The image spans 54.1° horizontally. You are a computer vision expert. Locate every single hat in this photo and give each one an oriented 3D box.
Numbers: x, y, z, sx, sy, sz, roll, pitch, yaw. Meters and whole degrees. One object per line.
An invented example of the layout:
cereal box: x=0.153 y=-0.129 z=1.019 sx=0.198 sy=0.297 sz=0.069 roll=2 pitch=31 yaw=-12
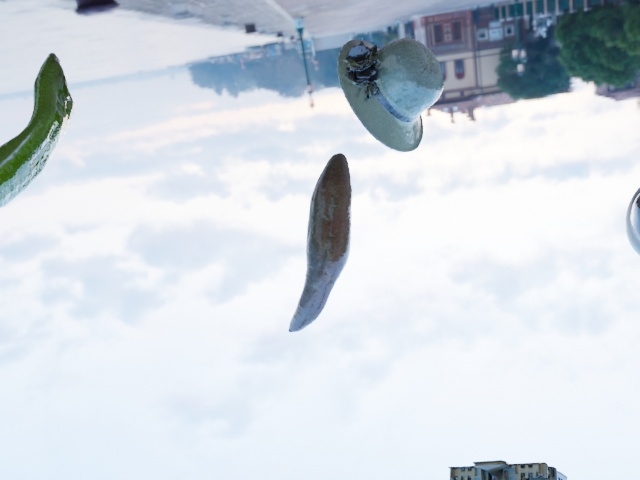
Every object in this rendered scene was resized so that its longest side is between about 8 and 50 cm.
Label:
hat: x=0.164 y=-0.313 z=1.217 sx=0.130 sy=0.257 sz=0.257 roll=-30 pitch=-179 yaw=39

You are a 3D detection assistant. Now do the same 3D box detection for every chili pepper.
chili pepper: x=-0.232 y=-0.062 z=0.459 sx=0.050 sy=0.052 sz=0.201 roll=27 pitch=-131 yaw=-5

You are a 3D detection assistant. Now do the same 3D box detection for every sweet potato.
sweet potato: x=0.006 y=0.004 z=0.832 sx=0.058 sy=0.255 sz=0.078 roll=14 pitch=176 yaw=-35

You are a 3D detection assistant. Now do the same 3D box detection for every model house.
model house: x=0.409 y=0.608 z=1.377 sx=0.271 sy=0.178 sz=0.206 roll=-18 pitch=-130 yaw=37

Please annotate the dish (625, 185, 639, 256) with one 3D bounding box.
dish: x=0.435 y=-0.036 z=0.797 sx=0.078 sy=0.141 sz=0.141 roll=14 pitch=-174 yaw=-26
